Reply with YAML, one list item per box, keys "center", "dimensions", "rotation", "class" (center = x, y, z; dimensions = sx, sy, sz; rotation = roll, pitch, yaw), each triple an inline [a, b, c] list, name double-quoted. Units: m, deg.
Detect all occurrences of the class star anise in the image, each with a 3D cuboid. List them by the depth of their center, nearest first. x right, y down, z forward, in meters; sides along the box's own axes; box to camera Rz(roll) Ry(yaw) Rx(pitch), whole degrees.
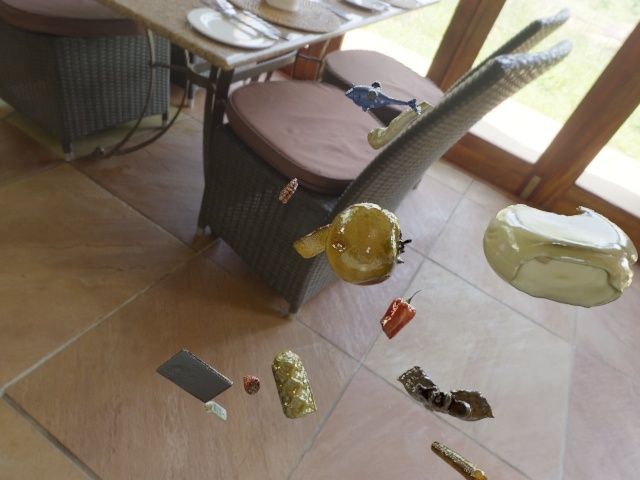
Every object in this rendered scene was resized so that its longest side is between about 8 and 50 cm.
- center: [0.359, 0.464, 1.273]
  dimensions: [0.198, 0.258, 0.110]
  rotation: [33, 72, -34]
  class: "star anise"

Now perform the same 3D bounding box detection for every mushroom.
- center: [0.199, -0.294, 1.064]
  dimensions: [0.059, 0.202, 0.054]
  rotation: [-36, 95, -42]
  class: "mushroom"

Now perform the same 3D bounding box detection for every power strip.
- center: [-0.418, 0.692, 1.707]
  dimensions: [0.030, 0.191, 0.047]
  rotation: [-14, 53, 3]
  class: "power strip"

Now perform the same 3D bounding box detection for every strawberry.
- center: [-0.285, 0.585, 1.737]
  dimensions: [0.074, 0.073, 0.083]
  rotation: [-5, 27, -28]
  class: "strawberry"

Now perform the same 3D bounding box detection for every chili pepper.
- center: [0.266, 0.230, 1.382]
  dimensions: [0.086, 0.192, 0.084]
  rotation: [44, 5, 38]
  class: "chili pepper"

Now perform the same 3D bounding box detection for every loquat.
- center: [0.112, 0.019, 1.043]
  dimensions: [0.213, 0.213, 0.213]
  rotation: [12, 41, -11]
  class: "loquat"

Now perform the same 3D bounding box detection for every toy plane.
- center: [0.134, -0.302, 0.914]
  dimensions: [0.167, 0.062, 0.054]
  rotation: [12, 46, 10]
  class: "toy plane"

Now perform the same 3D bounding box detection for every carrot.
- center: [0.338, 0.550, 1.048]
  dimensions: [0.042, 0.042, 0.171]
  rotation: [-5, 7, -28]
  class: "carrot"

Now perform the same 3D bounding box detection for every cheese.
- center: [0.463, 0.018, 0.835]
  dimensions: [0.266, 0.127, 0.233]
  rotation: [12, 32, 13]
  class: "cheese"

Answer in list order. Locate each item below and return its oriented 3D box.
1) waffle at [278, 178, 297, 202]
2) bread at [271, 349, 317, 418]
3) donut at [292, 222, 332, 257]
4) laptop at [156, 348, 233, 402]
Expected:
- center: [-0.099, -0.155, 1.321]
  dimensions: [0.029, 0.083, 0.075]
  rotation: [35, 37, -17]
  class: "waffle"
- center: [-0.114, 0.574, 1.696]
  dimensions: [0.130, 0.152, 0.267]
  rotation: [-15, 82, -19]
  class: "bread"
- center: [0.000, 0.000, 1.274]
  dimensions: [0.162, 0.178, 0.065]
  rotation: [-27, 89, -5]
  class: "donut"
- center: [-0.377, 0.410, 1.272]
  dimensions: [0.197, 0.135, 0.016]
  rotation: [45, 21, -21]
  class: "laptop"
